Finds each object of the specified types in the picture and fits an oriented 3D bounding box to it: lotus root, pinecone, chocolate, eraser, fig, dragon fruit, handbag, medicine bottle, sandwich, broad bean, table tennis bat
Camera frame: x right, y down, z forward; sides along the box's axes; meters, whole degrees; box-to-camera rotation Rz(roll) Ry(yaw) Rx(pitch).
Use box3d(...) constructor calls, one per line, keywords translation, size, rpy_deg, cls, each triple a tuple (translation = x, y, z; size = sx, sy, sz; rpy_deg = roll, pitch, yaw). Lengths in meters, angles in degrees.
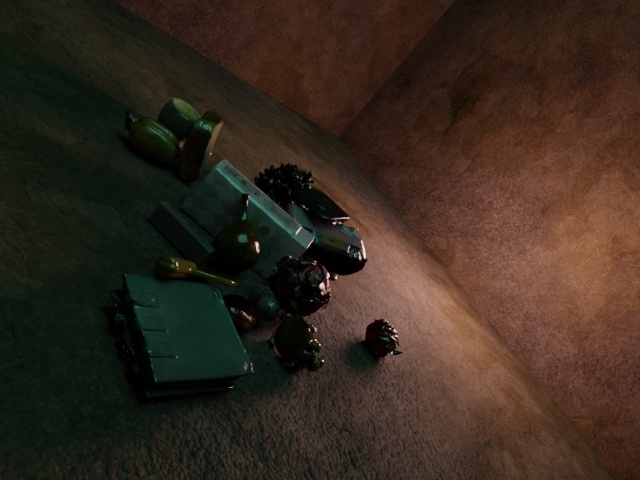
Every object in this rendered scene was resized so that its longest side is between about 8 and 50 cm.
box3d(translation=(-0.576, -0.348, 1.690), size=(0.221, 0.118, 0.125), rpy_deg=(34, 22, -23), cls="lotus root")
box3d(translation=(-0.155, -0.196, 1.990), size=(0.243, 0.257, 0.243), rpy_deg=(36, 36, -32), cls="pinecone")
box3d(translation=(-0.159, 0.177, 1.424), size=(0.072, 0.072, 0.167), rpy_deg=(35, 0, -19), cls="chocolate")
box3d(translation=(-0.234, -0.058, 1.636), size=(0.397, 0.213, 0.082), rpy_deg=(40, 4, -5), cls="eraser")
box3d(translation=(-0.258, -0.025, 1.528), size=(0.151, 0.151, 0.259), rpy_deg=(27, 41, -36), cls="fig")
box3d(translation=(0.221, 0.345, 1.775), size=(0.130, 0.121, 0.141), rpy_deg=(-17, 86, -60), cls="dragon fruit")
box3d(translation=(-0.307, 0.210, 1.092), size=(0.274, 0.100, 0.268), rpy_deg=(12, 40, -53), cls="handbag")
box3d(translation=(-0.059, 0.142, 1.518), size=(0.193, 0.192, 0.274), rpy_deg=(-8, 7, -22), cls="dragon fruit")
box3d(translation=(-0.550, -0.448, 1.909), size=(0.147, 0.143, 0.147), rpy_deg=(38, 24, -21), cls="medicine bottle")
box3d(translation=(-0.435, -0.348, 1.813), size=(0.087, 0.226, 0.251), rpy_deg=(23, 22, -12), cls="sandwich")
box3d(translation=(-0.063, 0.292, 1.375), size=(0.175, 0.139, 0.142), rpy_deg=(57, 37, -24), cls="dragon fruit")
box3d(translation=(-0.219, 0.193, 1.303), size=(0.114, 0.085, 0.165), rpy_deg=(60, 13, -4), cls="broad bean")
box3d(translation=(-0.317, 0.077, 1.240), size=(0.199, 0.050, 0.321), rpy_deg=(19, -5, 10), cls="table tennis bat")

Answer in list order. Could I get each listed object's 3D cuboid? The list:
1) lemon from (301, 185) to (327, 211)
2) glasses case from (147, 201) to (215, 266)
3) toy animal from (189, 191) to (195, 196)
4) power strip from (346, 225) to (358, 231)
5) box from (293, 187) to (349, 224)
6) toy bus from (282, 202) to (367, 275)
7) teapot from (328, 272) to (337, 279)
box3d(translation=(-0.052, -0.143, 2.176), size=(0.184, 0.184, 0.248), rpy_deg=(43, 28, 2), cls="lemon")
box3d(translation=(-0.394, -0.016, 1.423), size=(0.205, 0.071, 0.047), rpy_deg=(44, 16, 7), cls="glasses case")
box3d(translation=(-0.354, -0.118, 1.733), size=(0.181, 0.073, 0.136), rpy_deg=(52, 26, -11), cls="toy animal")
box3d(translation=(0.022, -0.037, 2.098), size=(0.272, 0.052, 0.078), rpy_deg=(3, 11, -13), cls="power strip")
box3d(translation=(0.004, -0.133, 1.865), size=(0.201, 0.042, 0.213), rpy_deg=(45, 24, 23), cls="box")
box3d(translation=(0.000, 0.000, 1.864), size=(0.387, 0.171, 0.162), rpy_deg=(20, 55, -33), cls="toy bus")
box3d(translation=(0.048, 0.054, 2.085), size=(0.159, 0.116, 0.245), rpy_deg=(20, 22, -24), cls="teapot")
